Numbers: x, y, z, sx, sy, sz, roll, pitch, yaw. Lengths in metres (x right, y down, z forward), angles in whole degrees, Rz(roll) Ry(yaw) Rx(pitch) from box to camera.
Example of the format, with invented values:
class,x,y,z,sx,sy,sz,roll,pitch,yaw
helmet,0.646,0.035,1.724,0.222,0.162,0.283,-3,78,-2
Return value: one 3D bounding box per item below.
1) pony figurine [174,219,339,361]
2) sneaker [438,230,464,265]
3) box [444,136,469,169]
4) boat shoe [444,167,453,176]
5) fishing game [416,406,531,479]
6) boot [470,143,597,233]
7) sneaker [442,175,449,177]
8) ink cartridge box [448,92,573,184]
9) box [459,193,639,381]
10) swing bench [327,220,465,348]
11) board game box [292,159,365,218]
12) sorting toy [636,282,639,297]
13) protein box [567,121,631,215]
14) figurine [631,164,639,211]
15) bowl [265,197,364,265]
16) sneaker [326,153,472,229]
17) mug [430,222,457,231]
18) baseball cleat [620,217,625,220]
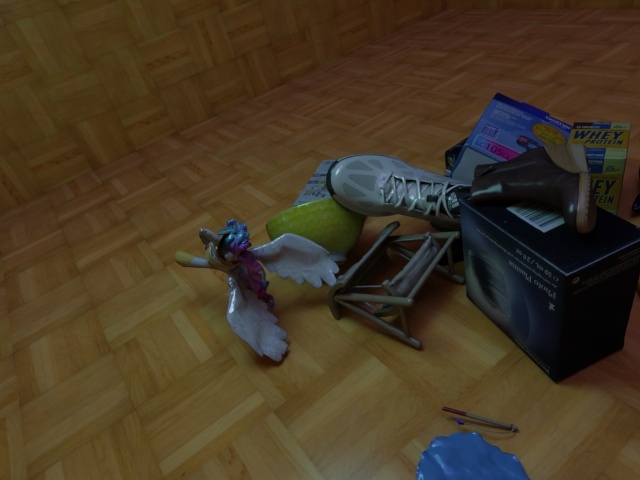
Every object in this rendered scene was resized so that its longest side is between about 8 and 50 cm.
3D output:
class,x,y,z,sx,sy,sz,roll,pitch,yaw
pony figurine,-0.184,0.087,1.137,0.302,0.351,0.363,-58,20,-18
sneaker,0.367,0.014,1.236,0.170,0.051,0.089,-11,35,1
box,0.542,-0.291,1.551,0.180,0.077,0.147,-33,39,-21
boat shoe,0.455,-0.204,1.499,0.038,0.046,0.125,-18,32,-8
fishing game,0.257,0.408,0.758,0.189,0.041,0.264,8,36,19
boot,0.390,-0.087,0.849,0.207,0.090,0.248,-10,36,31
sneaker,0.332,-0.164,1.435,0.232,0.090,0.081,-9,80,10
ink cartridge box,0.584,-0.277,1.363,0.270,0.151,0.395,29,51,11
box,0.445,0.065,0.921,0.183,0.294,0.296,-24,36,-8
swing bench,0.179,0.088,1.111,0.255,0.165,0.253,15,46,37
board game box,0.069,-0.169,1.564,0.224,0.097,0.303,2,38,26
sorting toy,0.798,0.136,0.899,0.229,0.041,0.307,-38,41,-27
protein box,0.734,-0.183,1.218,0.136,0.201,0.200,9,43,32
figurine,0.943,-0.130,1.176,0.215,0.092,0.209,13,53,34
bowl,0.000,0.000,1.282,0.290,0.289,0.156,-15,78,3
sneaker,0.251,-0.126,1.099,0.448,0.169,0.257,11,0,-13
mug,0.397,-0.101,1.335,0.158,0.097,0.129,-2,38,20
baseball cleat,0.700,0.002,1.097,0.109,0.072,0.206,16,50,29
